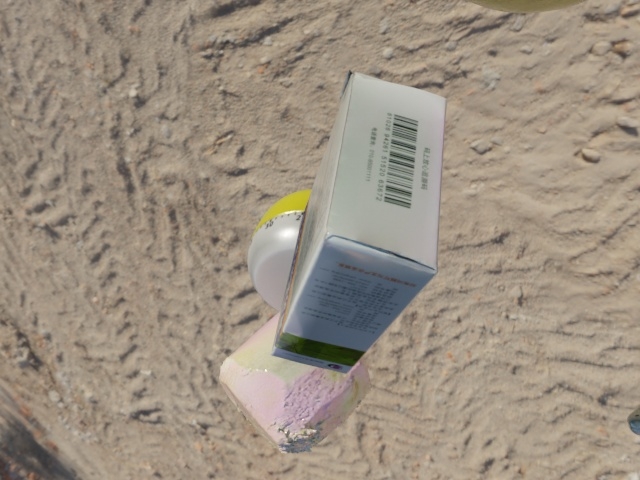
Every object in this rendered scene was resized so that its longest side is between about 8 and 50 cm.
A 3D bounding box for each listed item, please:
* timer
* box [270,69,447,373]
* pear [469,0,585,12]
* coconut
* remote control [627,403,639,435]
[{"bbox_3d":[0.000,0.000,1.134,0.285,0.285,0.285,15,129,19],"label":"timer"},{"bbox_3d":[0.033,0.001,0.616,0.106,0.200,0.299,14,148,-5],"label":"box"},{"bbox_3d":[0.151,-0.301,0.413,0.253,0.307,0.253,3,94,59],"label":"pear"},{"bbox_3d":[-0.030,0.236,1.000,0.233,0.245,0.233,43,156,24],"label":"coconut"},{"bbox_3d":[0.489,0.244,0.764,0.122,0.074,0.032,-22,86,53],"label":"remote control"}]
